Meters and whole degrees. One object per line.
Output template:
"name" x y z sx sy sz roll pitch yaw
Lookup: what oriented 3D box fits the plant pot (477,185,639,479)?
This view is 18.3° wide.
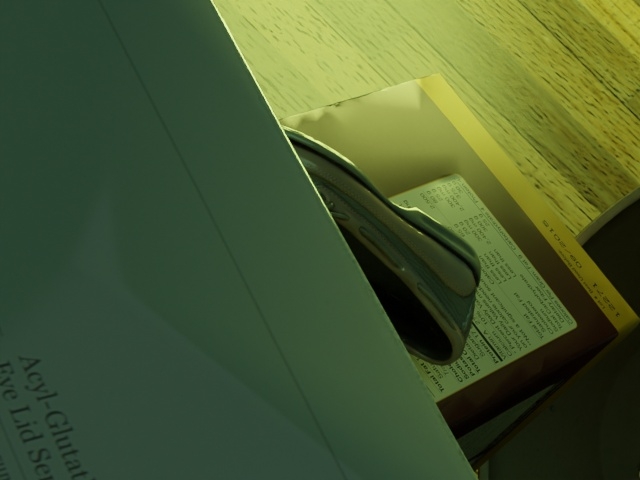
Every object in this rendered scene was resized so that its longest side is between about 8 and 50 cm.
"plant pot" 0.208 0.099 0.907 0.284 0.284 0.191 44 0 1

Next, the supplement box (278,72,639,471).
"supplement box" -0.023 0.059 0.745 0.129 0.191 0.194 52 36 13

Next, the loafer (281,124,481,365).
"loafer" 0.000 0.000 0.627 0.125 0.045 0.039 26 45 -25

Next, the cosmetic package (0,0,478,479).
"cosmetic package" -0.156 -0.003 0.476 0.284 0.097 0.377 -14 60 -25
